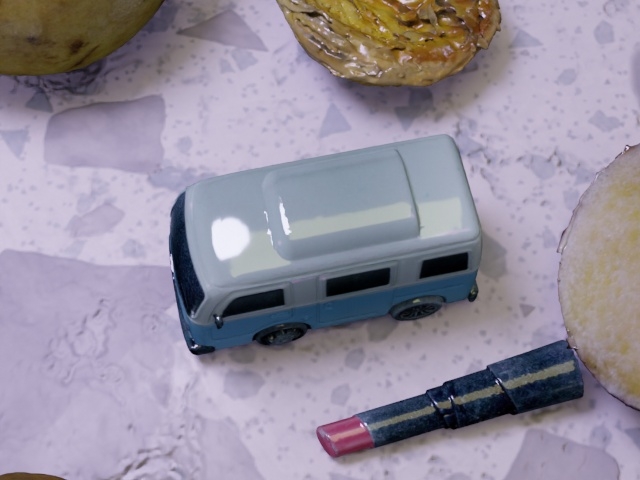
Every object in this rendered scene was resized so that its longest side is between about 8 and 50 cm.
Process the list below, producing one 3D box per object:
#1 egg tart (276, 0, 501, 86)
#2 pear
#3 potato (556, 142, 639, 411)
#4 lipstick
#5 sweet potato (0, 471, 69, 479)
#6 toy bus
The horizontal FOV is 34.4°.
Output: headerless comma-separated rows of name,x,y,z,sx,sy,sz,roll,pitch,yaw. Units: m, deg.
egg tart,0.055,-0.240,1.042,0.252,0.098,0.232,32,64,8
pear,-0.268,-0.314,0.968,0.304,0.304,0.304,0,67,0
potato,0.328,0.041,0.884,0.239,0.116,0.299,-28,39,21
lipstick,0.110,0.142,0.906,0.234,0.053,0.053,-14,68,-3
sweet potato,-0.225,0.237,0.859,0.233,0.062,0.081,6,69,6
toy bus,0.000,0.000,0.899,0.271,0.165,0.133,-11,68,-5
